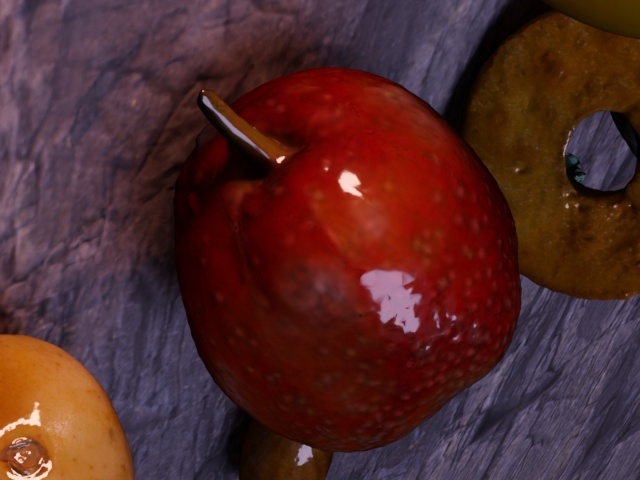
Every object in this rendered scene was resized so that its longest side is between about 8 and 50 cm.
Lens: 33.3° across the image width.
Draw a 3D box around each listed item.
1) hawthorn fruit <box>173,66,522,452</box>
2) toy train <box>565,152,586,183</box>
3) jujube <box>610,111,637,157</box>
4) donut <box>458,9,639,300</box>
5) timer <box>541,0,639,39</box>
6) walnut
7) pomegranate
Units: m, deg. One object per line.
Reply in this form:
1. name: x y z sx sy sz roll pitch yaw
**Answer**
1. hawthorn fruit: 0.000 0.000 0.836 0.285 0.285 0.369 -44 141 -4
2. toy train: 0.234 -0.055 1.243 0.172 0.070 0.099 -20 152 -36
3. jujube: 0.448 -0.189 1.143 0.215 0.246 0.308 -51 173 -43
4. donut: 0.284 -0.095 1.068 0.303 0.303 0.110 -63 171 27
5. timer: 0.268 -0.318 0.706 0.387 0.376 0.376 -33 149 -39
6. walnut: -0.041 0.250 1.227 0.115 0.116 0.207 -23 144 -33
7. pomegranate: -0.249 0.189 0.796 0.233 0.233 0.233 -31 147 -23
